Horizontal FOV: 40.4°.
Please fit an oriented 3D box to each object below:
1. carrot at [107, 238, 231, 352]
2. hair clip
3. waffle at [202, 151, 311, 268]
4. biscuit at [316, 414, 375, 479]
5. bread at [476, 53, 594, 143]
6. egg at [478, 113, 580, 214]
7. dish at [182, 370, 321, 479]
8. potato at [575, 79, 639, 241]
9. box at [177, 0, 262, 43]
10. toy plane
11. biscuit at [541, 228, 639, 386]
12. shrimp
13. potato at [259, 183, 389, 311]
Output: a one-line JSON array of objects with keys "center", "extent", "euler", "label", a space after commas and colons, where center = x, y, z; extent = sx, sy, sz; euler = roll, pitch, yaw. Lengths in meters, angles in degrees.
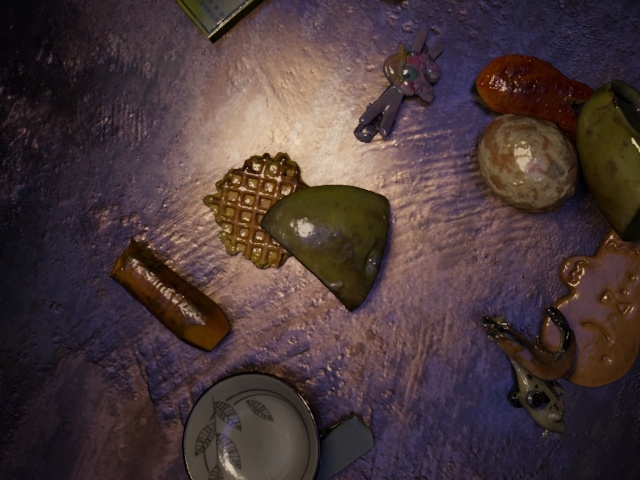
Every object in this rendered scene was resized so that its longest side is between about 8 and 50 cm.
[{"center": [-0.331, 0.123, 1.902], "extent": [0.302, 0.114, 0.114], "euler": [39, 92, 3], "label": "carrot"}, {"center": [0.177, -0.325, 1.880], "extent": [0.137, 0.090, 0.278], "euler": [35, 93, -7], "label": "hair clip"}, {"center": [-0.125, -0.064, 1.920], "extent": [0.243, 0.059, 0.238], "euler": [-36, 93, 5], "label": "waffle"}, {"center": [-0.027, 0.500, 1.925], "extent": [0.322, 0.038, 0.099], "euler": [-35, 89, 3], "label": "biscuit"}, {"center": [0.466, -0.314, 1.863], "extent": [0.269, 0.095, 0.139], "euler": [22, 99, -1], "label": "bread"}, {"center": [0.435, -0.162, 1.819], "extent": [0.195, 0.195, 0.233], "euler": [-37, 72, 3], "label": "egg"}, {"center": [-0.136, 0.444, 1.881], "extent": [0.316, 0.106, 0.316], "euler": [-3, 77, 14], "label": "dish"}, {"center": [0.623, -0.168, 1.803], "extent": [0.213, 0.330, 0.280], "euler": [-46, 64, 33], "label": "potato"}, {"center": [-0.202, -0.560, 1.908], "extent": [0.220, 0.064, 0.141], "euler": [-41, 88, 5], "label": "box"}, {"center": [0.448, 0.296, 1.879], "extent": [0.108, 0.092, 0.286], "euler": [-37, 89, -19], "label": "toy plane"}, {"center": [0.624, 0.151, 1.881], "extent": [0.275, 0.052, 0.355], "euler": [36, 92, 2], "label": "biscuit"}, {"center": [0.447, 0.195, 1.833], "extent": [0.219, 0.046, 0.152], "euler": [33, 75, -2], "label": "shrimp"}, {"center": [0.000, 0.000, 1.849], "extent": [0.255, 0.112, 0.269], "euler": [15, 90, -15], "label": "potato"}]
